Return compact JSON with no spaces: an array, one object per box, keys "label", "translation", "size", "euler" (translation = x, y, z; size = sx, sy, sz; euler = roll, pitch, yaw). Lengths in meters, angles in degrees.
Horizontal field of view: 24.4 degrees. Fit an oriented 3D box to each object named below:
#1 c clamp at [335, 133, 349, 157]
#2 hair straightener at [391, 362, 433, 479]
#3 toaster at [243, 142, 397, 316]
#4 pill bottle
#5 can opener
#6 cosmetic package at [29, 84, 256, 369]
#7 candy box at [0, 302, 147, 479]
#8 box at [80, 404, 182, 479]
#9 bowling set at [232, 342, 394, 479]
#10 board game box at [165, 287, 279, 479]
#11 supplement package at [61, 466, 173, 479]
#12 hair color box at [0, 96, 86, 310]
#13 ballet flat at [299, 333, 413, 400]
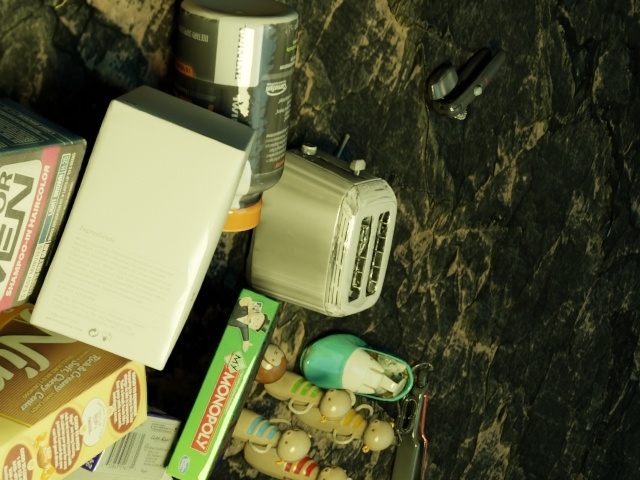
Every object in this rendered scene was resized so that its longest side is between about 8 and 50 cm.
[{"label":"c clamp","translation":[0.028,-0.041,1.982],"size":[0.137,0.022,0.161],"euler":[-57,147,-22]},{"label":"hair straightener","translation":[0.143,0.302,2.341],"size":[0.089,0.047,0.230],"euler":[-13,118,-56]},{"label":"toaster","translation":[0.000,0.000,1.836],"size":[0.129,0.146,0.227],"euler":[-12,117,-55]},{"label":"pill bottle","translation":[-0.098,-0.136,1.612],"size":[0.130,0.130,0.246],"euler":[-22,125,-52]},{"label":"can opener","translation":[0.218,-0.232,2.143],"size":[0.186,0.059,0.073],"euler":[-39,137,-42]},{"label":"cosmetic package","translation":[-0.165,-0.021,1.451],"size":[0.224,0.138,0.225],"euler":[-88,-162,-80]},{"label":"candy box","translation":[-0.330,0.173,1.361],"size":[0.316,0.183,0.087],"euler":[-32,134,-47]},{"label":"box","translation":[-0.240,0.193,1.564],"size":[0.126,0.137,0.072],"euler":[24,85,-60]},{"label":"bowling set","translation":[-0.036,0.243,1.910],"size":[0.287,0.154,0.200],"euler":[-44,141,-38]},{"label":"board game box","translation":[-0.105,0.166,1.718],"size":[0.317,0.046,0.213],"euler":[99,12,-86]},{"label":"supplement package","translation":[-0.227,0.366,1.663],"size":[0.244,0.134,0.139],"euler":[78,27,-42]},{"label":"hair color box","translation":[-0.354,-0.011,1.230],"size":[0.347,0.105,0.174],"euler":[-19,133,-61]},{"label":"ballet flat","translation":[0.065,0.185,2.108],"size":[0.247,0.087,0.083],"euler":[18,92,-60]}]
